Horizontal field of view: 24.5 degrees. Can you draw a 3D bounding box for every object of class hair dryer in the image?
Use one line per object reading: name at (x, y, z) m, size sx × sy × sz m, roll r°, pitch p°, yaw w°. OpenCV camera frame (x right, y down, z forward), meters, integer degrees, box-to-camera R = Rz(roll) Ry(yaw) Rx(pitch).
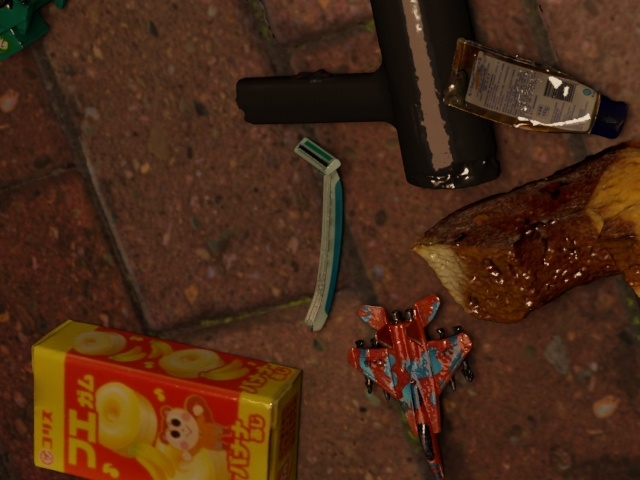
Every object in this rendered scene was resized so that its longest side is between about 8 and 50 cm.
hair dryer at (0.029, -0.141, 1.344) m, size 0.251 × 0.089 × 0.197 m, roll -4°, pitch 107°, yaw 29°

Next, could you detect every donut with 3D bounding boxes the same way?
donut at (0.242, -0.004, 1.282) m, size 0.295 × 0.151 × 0.112 m, roll -3°, pitch 122°, yaw 35°

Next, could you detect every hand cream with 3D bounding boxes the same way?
hand cream at (0.186, -0.126, 1.279) m, size 0.163 × 0.039 × 0.062 m, roll 16°, pitch 92°, yaw -9°

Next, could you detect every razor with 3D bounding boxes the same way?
razor at (0.004, -0.001, 1.425) m, size 0.068 × 0.037 × 0.191 m, roll -140°, pitch 45°, yaw -55°

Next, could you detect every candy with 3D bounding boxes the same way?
candy at (-0.161, 0.184, 1.525) m, size 0.276 × 0.088 × 0.146 m, roll 9°, pitch 113°, yaw 18°

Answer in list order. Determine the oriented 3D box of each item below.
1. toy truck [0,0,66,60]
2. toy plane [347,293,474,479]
toy truck at (-0.359, -0.249, 1.440) m, size 0.216 × 0.110 × 0.116 m, roll 23°, pitch 126°, yaw 12°
toy plane at (0.098, 0.146, 1.429) m, size 0.130 × 0.061 × 0.189 m, roll -10°, pitch 109°, yaw 23°
